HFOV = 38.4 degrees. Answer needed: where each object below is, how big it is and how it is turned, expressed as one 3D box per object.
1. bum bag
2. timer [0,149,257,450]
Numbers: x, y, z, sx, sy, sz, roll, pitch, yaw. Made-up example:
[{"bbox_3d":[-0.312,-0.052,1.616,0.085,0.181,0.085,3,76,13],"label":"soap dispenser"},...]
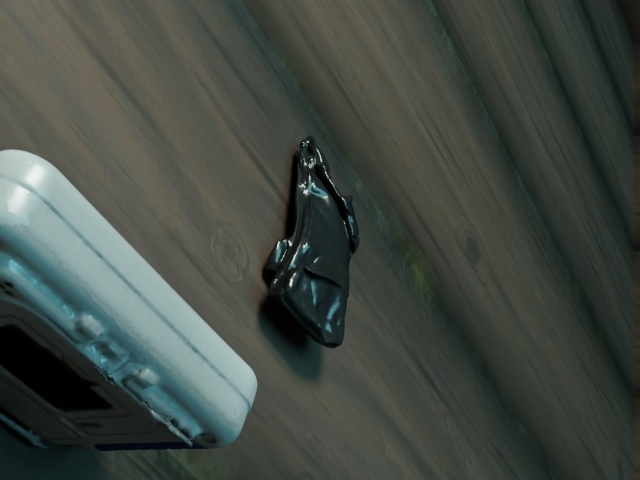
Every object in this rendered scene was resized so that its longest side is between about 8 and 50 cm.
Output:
[{"bbox_3d":[0.000,0.000,1.033,0.123,0.060,0.248,48,40,-39],"label":"bum bag"},{"bbox_3d":[-0.175,0.060,0.597,0.253,0.178,0.078,52,43,-35],"label":"timer"}]
